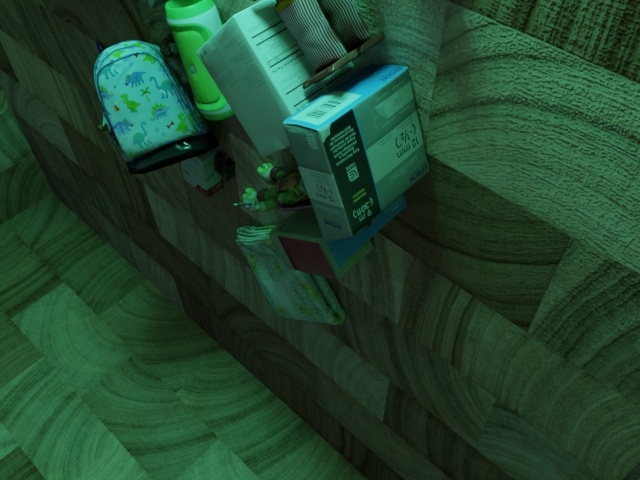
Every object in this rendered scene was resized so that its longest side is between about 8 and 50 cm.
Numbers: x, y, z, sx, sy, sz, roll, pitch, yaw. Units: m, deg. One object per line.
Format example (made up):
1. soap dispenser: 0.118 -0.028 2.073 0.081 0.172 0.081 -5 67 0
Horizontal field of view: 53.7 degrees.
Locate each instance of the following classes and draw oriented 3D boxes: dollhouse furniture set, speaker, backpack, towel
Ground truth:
1. dollhouse furniture set: 0.058 -0.427 1.058 0.201 0.152 0.374 57 152 -12
2. speaker: -0.284 -0.453 1.571 0.131 0.131 0.297 27 144 38
3. backpack: -0.493 -0.392 1.805 0.273 0.290 0.356 -57 -50 -82
4. towel: -0.109 0.114 2.049 0.320 0.090 0.375 1 125 57

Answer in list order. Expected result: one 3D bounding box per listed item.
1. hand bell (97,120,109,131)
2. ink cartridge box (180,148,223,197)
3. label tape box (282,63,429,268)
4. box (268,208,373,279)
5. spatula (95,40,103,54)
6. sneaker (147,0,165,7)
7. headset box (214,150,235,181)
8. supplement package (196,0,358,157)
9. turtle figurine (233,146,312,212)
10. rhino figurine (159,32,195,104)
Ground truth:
1. hand bell: -0.572 -0.397 1.935 0.126 0.242 0.126 40 153 25
2. ink cartridge box: -0.387 -0.244 2.038 0.127 0.072 0.175 38 150 24
3. label tape box: 0.096 -0.136 1.256 0.115 0.249 0.348 19 139 46
4. box: 0.000 0.000 1.678 0.232 0.148 0.127 10 133 53
5. spatula: -0.669 -0.592 2.076 0.296 0.030 0.084 29 143 36
6. sneaker: -0.377 -0.663 1.459 0.147 0.104 0.295 51 154 -8
7. headset box: -0.300 -0.229 1.971 0.062 0.032 0.083 43 150 14
8. supplement package: -0.078 -0.348 1.311 0.263 0.198 0.199 58 151 -13
9. turtle figurine: -0.134 -0.170 1.628 0.266 0.274 0.198 -5 87 63
10. rhino figurine: -0.356 -0.457 1.730 0.106 0.073 0.243 14 138 54
